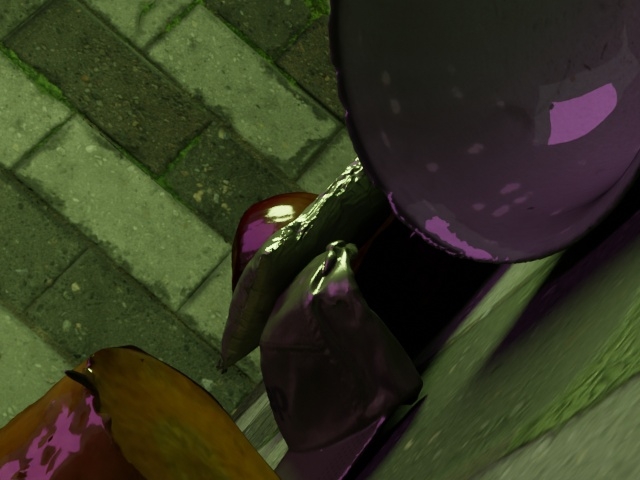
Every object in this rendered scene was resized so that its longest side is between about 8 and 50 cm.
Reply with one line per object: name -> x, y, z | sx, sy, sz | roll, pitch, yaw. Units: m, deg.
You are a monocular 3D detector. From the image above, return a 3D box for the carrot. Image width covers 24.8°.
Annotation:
carrot -> -0.180, 0.232, 0.901 | 0.341, 0.224, 0.224 | -45, 1, 14

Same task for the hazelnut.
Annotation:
hazelnut -> -0.004, 0.041, 1.836 | 0.217, 0.217, 0.251 | -49, -23, 0

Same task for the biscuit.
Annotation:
biscuit -> 0.106, -0.022, 1.336 | 0.407, 0.091, 0.407 | -52, 7, 9

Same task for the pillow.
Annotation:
pillow -> 0.000, 0.000, 1.189 | 0.229, 0.050, 0.148 | -41, -21, -39

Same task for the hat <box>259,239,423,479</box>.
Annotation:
hat -> -0.029, 0.126, 1.068 | 0.244, 0.149, 0.214 | -39, -2, -9

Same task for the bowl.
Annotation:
bowl -> 0.153, -0.148, 0.921 | 0.146, 0.313, 0.313 | -7, -28, -37
